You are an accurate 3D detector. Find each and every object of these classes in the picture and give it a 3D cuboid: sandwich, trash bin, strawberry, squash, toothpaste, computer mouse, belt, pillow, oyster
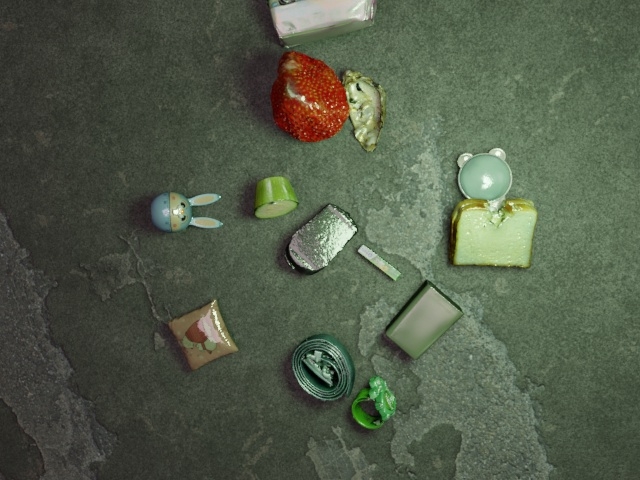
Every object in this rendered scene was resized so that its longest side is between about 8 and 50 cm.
[{"bbox_3d":[0.582,-0.027,1.552,0.274,0.095,0.248,1,122,8],"label":"sandwich"},{"bbox_3d":[0.366,0.284,1.637,0.164,0.122,0.240,42,100,5],"label":"trash bin"},{"bbox_3d":[-0.059,-0.484,1.546,0.267,0.351,0.311,-30,94,17],"label":"strawberry"},{"bbox_3d":[-0.170,-0.160,1.679,0.171,0.170,0.122,-12,79,9],"label":"squash"},{"bbox_3d":[0.219,0.080,1.686,0.179,0.043,0.037,38,100,5],"label":"toothpaste"},{"bbox_3d":[-0.001,0.001,1.698,0.295,0.087,0.168,-44,89,-4],"label":"computer mouse"},{"bbox_3d":[0.020,0.477,1.701,0.206,0.116,0.267,-40,84,12],"label":"belt"},{"bbox_3d":[-0.458,0.372,1.783,0.224,0.084,0.235,-23,93,8],"label":"pillow"},{"bbox_3d":[0.163,-0.470,1.654,0.166,0.094,0.293,3,104,27],"label":"oyster"}]

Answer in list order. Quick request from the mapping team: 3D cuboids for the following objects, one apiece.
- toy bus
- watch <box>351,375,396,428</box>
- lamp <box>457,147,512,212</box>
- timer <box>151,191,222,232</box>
[{"bbox_3d":[0.017,-0.810,1.617,0.387,0.171,0.162,-10,101,9],"label":"toy bus"},{"bbox_3d":[0.188,0.601,1.692,0.152,0.131,0.165,-33,92,27],"label":"watch"},{"bbox_3d":[0.575,-0.192,1.585,0.180,0.108,0.245,-8,92,13],"label":"lamp"},{"bbox_3d":[-0.521,-0.108,1.731,0.256,0.175,0.175,-1,93,8],"label":"timer"}]
